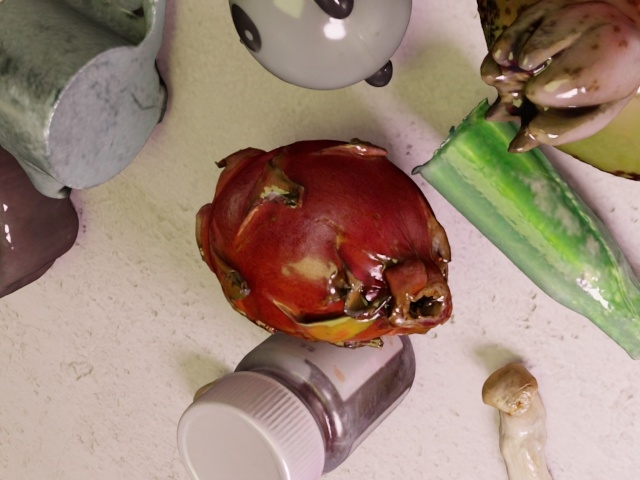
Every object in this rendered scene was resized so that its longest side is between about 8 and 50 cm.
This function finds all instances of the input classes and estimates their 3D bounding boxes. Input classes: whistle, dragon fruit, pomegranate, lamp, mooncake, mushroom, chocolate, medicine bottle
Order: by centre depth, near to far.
[{"bbox_3d":[0.228,-0.170,0.805,0.284,0.340,0.285,19,124,31],"label":"pomegranate"},{"bbox_3d":[-0.018,-0.259,1.047,0.244,0.197,0.198,48,133,30],"label":"lamp"},{"bbox_3d":[0.230,-0.003,1.049,0.291,0.110,0.110,46,130,4],"label":"chocolate"},{"bbox_3d":[0.002,0.001,1.118,0.315,0.250,0.250,-139,35,-67],"label":"dragon fruit"},{"bbox_3d":[0.229,0.234,1.197,0.059,0.054,0.202,5,121,38],"label":"mushroom"},{"bbox_3d":[-0.021,0.181,1.198,0.165,0.273,0.165,15,119,30],"label":"medicine bottle"},{"bbox_3d":[-0.274,-0.242,1.265,0.168,0.188,0.405,32,95,24],"label":"whistle"},{"bbox_3d":[-0.480,-0.072,1.479,0.306,0.154,0.306,15,119,29],"label":"mooncake"}]

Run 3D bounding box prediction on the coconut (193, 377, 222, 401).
[{"bbox_3d":[-0.131,0.224,1.430,0.083,0.081,0.082,24,161,7],"label":"coconut"}]
